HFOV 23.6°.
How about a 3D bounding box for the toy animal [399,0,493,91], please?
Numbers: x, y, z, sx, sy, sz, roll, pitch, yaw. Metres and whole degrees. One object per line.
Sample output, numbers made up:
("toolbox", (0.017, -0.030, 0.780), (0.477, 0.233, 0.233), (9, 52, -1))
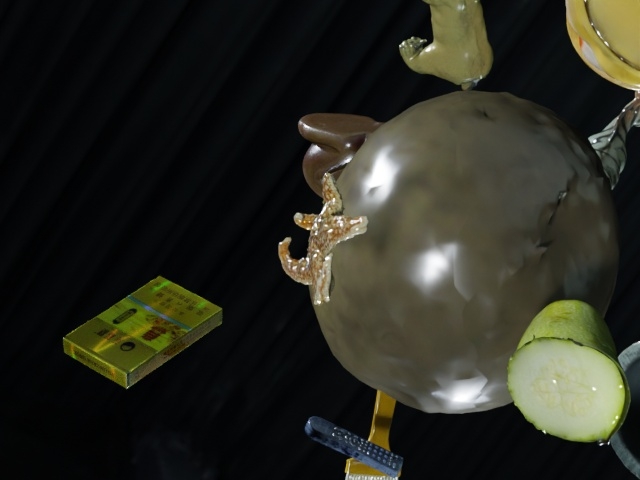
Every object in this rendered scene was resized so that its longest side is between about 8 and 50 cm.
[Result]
("toy animal", (0.145, -0.255, 1.675), (0.103, 0.218, 0.101), (-23, -142, -15))

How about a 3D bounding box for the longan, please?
("longan", (0.193, 0.016, 2.010), (0.404, 0.435, 0.404), (33, -176, -3))

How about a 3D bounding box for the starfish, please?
("starfish", (0.010, 0.001, 1.658), (0.053, 0.150, 0.210), (8, 166, -19))

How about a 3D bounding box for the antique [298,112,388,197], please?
("antique", (0.083, -0.124, 2.528), (0.257, 0.143, 0.121), (7, -157, 26))

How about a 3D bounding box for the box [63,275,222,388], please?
("box", (-0.243, 0.124, 2.105), (0.121, 0.030, 0.193), (25, -141, 29))

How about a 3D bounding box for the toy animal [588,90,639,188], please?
("toy animal", (0.427, -0.108, 2.367), (0.090, 0.255, 0.170), (27, 153, 6))

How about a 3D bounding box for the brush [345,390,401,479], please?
("brush", (0.095, 0.280, 2.358), (0.103, 0.272, 0.013), (8, -177, -34))

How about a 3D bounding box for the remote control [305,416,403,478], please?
("remote control", (0.048, 0.301, 2.237), (0.153, 0.027, 0.043), (25, -159, 2))

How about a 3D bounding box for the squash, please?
("squash", (0.273, 0.123, 1.747), (0.137, 0.137, 0.287), (33, -162, -6))

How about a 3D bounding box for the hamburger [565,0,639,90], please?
("hamburger", (0.491, -0.339, 2.256), (0.276, 0.276, 0.237), (35, 173, 1))

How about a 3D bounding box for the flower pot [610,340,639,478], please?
("flower pot", (0.602, 0.230, 2.348), (0.283, 0.299, 0.299), (-6, -138, -39))
